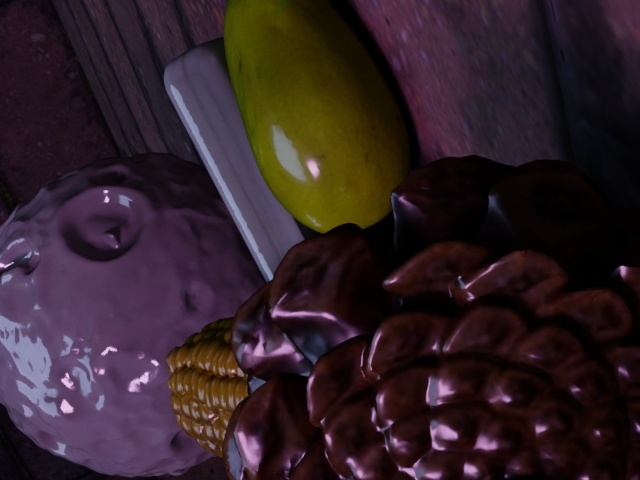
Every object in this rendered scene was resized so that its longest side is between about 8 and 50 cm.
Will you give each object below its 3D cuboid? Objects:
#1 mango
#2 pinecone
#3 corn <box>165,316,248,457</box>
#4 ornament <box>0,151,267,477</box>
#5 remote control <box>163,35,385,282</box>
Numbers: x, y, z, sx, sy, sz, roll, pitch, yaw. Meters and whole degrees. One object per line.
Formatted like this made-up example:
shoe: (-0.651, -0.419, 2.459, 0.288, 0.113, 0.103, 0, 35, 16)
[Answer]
mango: (-0.003, -0.081, 0.765, 0.117, 0.089, 0.163, 66, -175, -66)
pinecone: (0.059, 0.060, 0.500, 0.208, 0.207, 0.208, 59, 169, 19)
corn: (0.025, 0.088, 0.716, 0.317, 0.115, 0.115, -2, 118, 46)
ornament: (-0.187, 0.071, 1.328, 0.337, 0.337, 0.337, 59, 169, 19)
remote control: (0.000, 0.000, 0.872, 0.296, 0.056, 0.140, 63, -155, -5)
